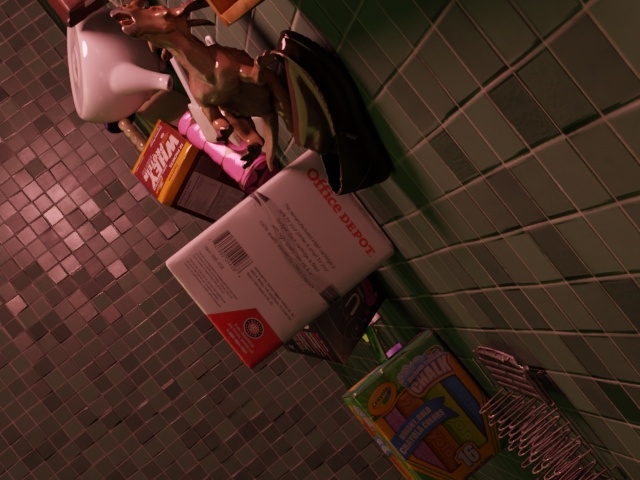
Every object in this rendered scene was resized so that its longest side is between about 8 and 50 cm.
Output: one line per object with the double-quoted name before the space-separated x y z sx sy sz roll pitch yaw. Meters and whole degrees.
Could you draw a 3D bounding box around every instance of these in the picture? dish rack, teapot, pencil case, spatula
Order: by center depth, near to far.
"dish rack" 0.287 0.258 1.168 0.271 0.074 0.208 52 170 -5
"spatula" -0.175 -0.245 1.481 0.168 0.019 0.242 19 145 38
"pencil case" -0.165 -0.168 1.644 0.209 0.095 0.098 43 169 30
"teapot" -0.412 -0.362 1.843 0.252 0.187 0.255 132 127 -62

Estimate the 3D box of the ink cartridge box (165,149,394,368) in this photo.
"ink cartridge box" -0.060 0.023 1.316 0.197 0.273 0.114 52 174 -6

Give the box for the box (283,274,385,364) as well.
"box" -0.018 0.071 1.552 0.142 0.163 0.247 9 143 40

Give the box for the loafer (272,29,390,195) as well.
"loafer" 0.004 -0.132 0.996 0.220 0.078 0.080 57 169 -32

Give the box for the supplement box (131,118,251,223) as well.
"supplement box" -0.247 -0.131 1.827 0.194 0.129 0.191 23 -171 -36

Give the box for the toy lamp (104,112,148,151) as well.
"toy lamp" -0.406 -0.222 1.998 0.274 0.080 0.080 48 170 24

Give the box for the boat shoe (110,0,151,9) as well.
"boat shoe" -0.329 -0.416 1.571 0.063 0.066 0.184 37 168 2

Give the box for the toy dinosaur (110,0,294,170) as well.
"toy dinosaur" -0.117 -0.215 1.167 0.200 0.127 0.296 54 -174 33

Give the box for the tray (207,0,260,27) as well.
"tray" -0.075 -0.305 0.732 0.202 0.076 0.411 54 170 -14

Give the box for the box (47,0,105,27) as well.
"box" -0.512 -0.580 1.582 0.381 0.143 0.191 55 170 -13

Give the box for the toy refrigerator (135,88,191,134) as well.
"toy refrigerator" -0.325 -0.264 2.012 0.094 0.102 0.269 56 169 -27

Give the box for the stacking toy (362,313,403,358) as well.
"stacking toy" 0.146 0.241 1.853 0.167 0.052 0.221 49 171 13

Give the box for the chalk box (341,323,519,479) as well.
"chalk box" 0.157 0.270 1.512 0.289 0.179 0.180 50 170 7
